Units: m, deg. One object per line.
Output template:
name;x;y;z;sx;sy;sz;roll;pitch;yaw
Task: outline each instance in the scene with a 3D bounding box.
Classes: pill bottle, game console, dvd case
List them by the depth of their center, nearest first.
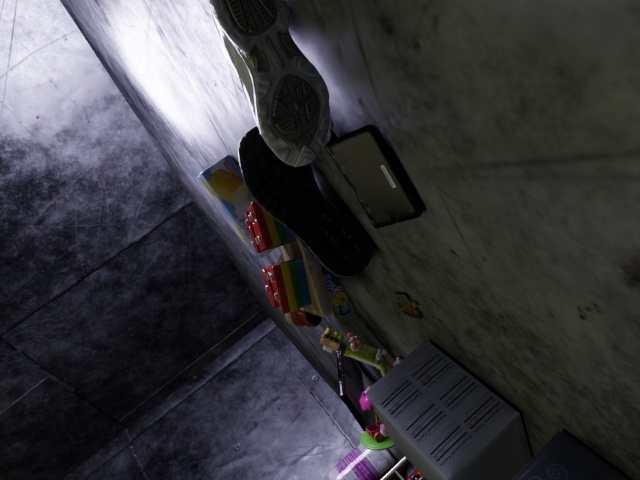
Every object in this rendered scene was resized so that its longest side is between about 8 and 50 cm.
game console;0.065;-0.084;0.645;0.107;0.071;0.122;-15;116;44
dvd case;0.099;0.448;1.684;0.180;0.022;0.253;60;-167;-28
pill bottle;0.185;0.714;1.714;0.169;0.302;0.169;49;166;17

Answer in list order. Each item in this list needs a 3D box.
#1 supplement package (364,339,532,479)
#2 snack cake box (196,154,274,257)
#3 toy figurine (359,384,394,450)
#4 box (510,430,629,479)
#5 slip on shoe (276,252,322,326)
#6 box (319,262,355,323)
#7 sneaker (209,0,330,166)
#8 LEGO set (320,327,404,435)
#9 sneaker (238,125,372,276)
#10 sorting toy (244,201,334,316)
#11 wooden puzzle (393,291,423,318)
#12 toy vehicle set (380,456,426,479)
supplement package;0.214;0.316;0.888;0.203;0.149;0.194;37;160;49
snack cake box;-0.209;-0.087;1.415;0.264;0.089;0.152;55;166;-12
toy figurine;0.181;0.486;1.542;0.130;0.173;0.159;-163;57;-68
box;0.346;0.405;0.686;0.165;0.143;0.270;34;158;52
slip on shoe;-0.059;0.141;1.510;0.102;0.123;0.331;11;144;20
box;0.015;0.110;1.244;0.059;0.054;0.168;34;158;56
sneaker;-0.060;-0.200;0.631;0.115;0.091;0.232;43;155;64
LEGO set;0.123;0.287;1.215;0.287;0.132;0.107;54;160;22
sneaker;-0.037;-0.055;0.882;0.283;0.107;0.124;53;173;-3
sorting toy;-0.078;0.032;1.085;0.257;0.090;0.255;161;91;-77
wooden puzzle;0.145;0.107;0.890;0.049;0.006;0.083;54;167;-7
toy vehicle set;0.216;0.439;0.953;0.166;0.267;0.035;34;158;51
